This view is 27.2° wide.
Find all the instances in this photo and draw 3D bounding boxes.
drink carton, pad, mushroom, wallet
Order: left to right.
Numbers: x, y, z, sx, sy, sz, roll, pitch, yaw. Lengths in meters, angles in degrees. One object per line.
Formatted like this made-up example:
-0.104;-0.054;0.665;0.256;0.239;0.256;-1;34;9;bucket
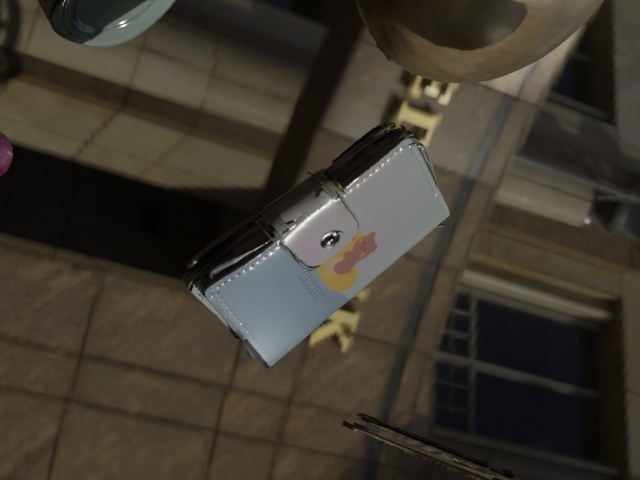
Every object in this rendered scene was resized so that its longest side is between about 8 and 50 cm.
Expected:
-0.243;-0.311;1.370;0.191;0.185;0.190;-38;-111;18;drink carton
0.000;0.000;1.157;0.231;0.170;0.069;-39;-126;-3;wallet
0.174;0.324;2.015;0.286;0.284;0.018;38;73;-83;pad
0.140;-0.329;1.212;0.362;0.294;0.362;-55;-165;24;mushroom

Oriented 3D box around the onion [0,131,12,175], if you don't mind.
-0.452;-0.107;1.683;0.115;0.115;0.105;-16;-123;59;onion
